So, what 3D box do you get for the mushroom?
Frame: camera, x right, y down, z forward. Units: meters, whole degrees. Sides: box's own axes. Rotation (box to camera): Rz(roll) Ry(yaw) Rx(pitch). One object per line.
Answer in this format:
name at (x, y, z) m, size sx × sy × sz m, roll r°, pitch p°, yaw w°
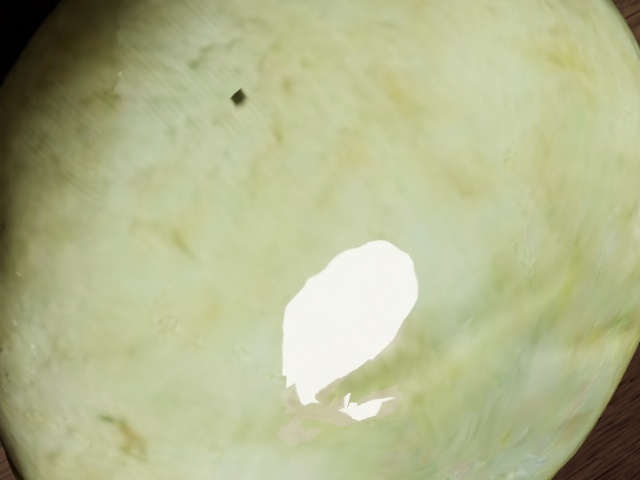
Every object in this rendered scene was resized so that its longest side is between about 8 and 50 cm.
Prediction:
mushroom at (0.000, 0.000, 0.752) m, size 0.352 × 0.260 × 0.352 m, roll -26°, pitch 135°, yaw -29°
